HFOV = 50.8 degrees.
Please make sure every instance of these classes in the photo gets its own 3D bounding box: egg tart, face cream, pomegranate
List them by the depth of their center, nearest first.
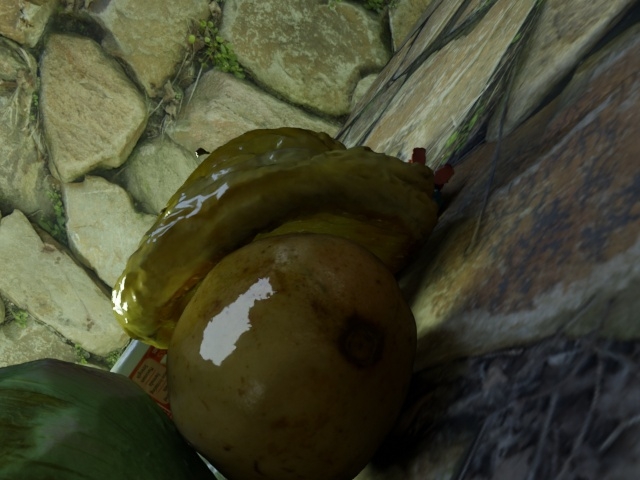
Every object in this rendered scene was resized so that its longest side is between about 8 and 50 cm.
[{"bbox_3d":[-0.027,0.085,0.483,0.196,0.196,0.196,-53,8,10],"label":"pomegranate"},{"bbox_3d":[-0.046,-0.007,0.636,0.319,0.319,0.128,-48,54,41],"label":"egg tart"},{"bbox_3d":[-0.231,0.225,1.073,0.201,0.187,0.201,-53,8,10],"label":"face cream"}]

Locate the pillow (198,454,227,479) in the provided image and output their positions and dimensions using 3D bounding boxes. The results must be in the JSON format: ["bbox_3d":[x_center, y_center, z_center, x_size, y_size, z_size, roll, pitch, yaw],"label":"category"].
[{"bbox_3d":[-0.139,0.285,0.680,0.181,0.078,0.134,-54,10,-19],"label":"pillow"}]

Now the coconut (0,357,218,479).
[{"bbox_3d":[-0.187,0.224,0.414,0.328,0.328,0.281,-66,-30,-55],"label":"coconut"}]

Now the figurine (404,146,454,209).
[{"bbox_3d":[0.097,-0.053,0.750,0.075,0.068,0.140,-59,2,-5],"label":"figurine"}]
